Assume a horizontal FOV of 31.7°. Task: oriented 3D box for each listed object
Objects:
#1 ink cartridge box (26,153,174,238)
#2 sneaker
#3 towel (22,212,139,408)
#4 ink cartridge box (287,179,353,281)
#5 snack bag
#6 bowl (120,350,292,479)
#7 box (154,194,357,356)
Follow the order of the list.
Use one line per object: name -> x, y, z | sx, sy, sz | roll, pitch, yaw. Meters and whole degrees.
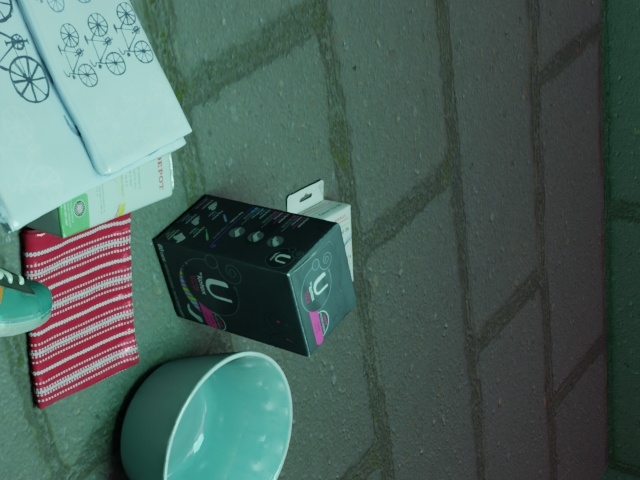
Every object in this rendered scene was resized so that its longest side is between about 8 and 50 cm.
ink cartridge box -> -0.311, -0.112, 1.563 | 0.212, 0.093, 0.154 | -26, 122, -46
sneaker -> -0.451, 0.050, 1.401 | 0.302, 0.108, 0.121 | 3, 103, -54
towel -> -0.343, 0.088, 1.640 | 0.199, 0.031, 0.274 | -22, 119, -50
ink cartridge box -> 0.000, 0.000, 2.071 | 0.115, 0.067, 0.198 | -30, 124, -47
snack bag -> -0.341, -0.216, 1.429 | 0.342, 0.037, 0.323 | -34, 105, -47
bowl -> -0.200, 0.309, 1.802 | 0.311, 0.163, 0.311 | -25, 121, -49
box -> -0.101, 0.050, 1.761 | 0.143, 0.270, 0.165 | -45, 135, -38
